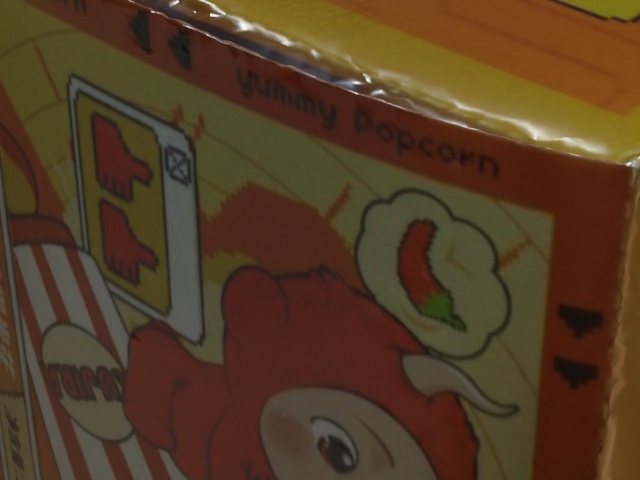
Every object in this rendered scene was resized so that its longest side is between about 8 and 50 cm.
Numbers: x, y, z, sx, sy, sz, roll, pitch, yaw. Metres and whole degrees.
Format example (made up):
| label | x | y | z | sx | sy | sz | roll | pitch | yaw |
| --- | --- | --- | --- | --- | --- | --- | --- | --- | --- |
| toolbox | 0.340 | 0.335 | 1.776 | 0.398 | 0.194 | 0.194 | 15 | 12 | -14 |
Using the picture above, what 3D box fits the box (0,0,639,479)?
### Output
| label | x | y | z | sx | sy | sz | roll | pitch | yaw |
| --- | --- | --- | --- | --- | --- | --- | --- | --- | --- |
| box | 0.033 | 0.016 | 0.543 | 0.214 | 0.259 | 0.284 | -32 | -45 | -39 |
